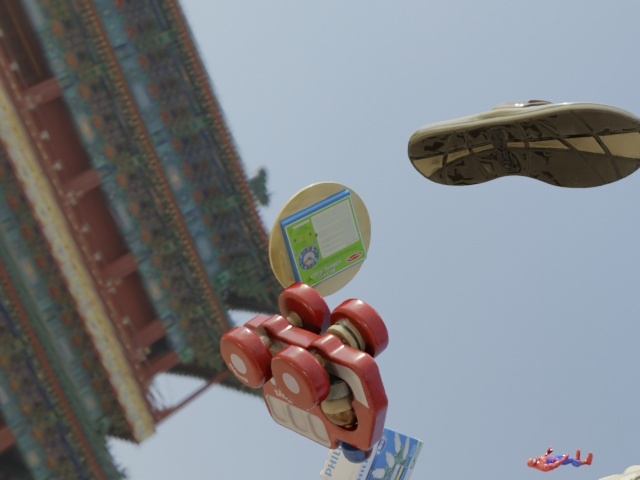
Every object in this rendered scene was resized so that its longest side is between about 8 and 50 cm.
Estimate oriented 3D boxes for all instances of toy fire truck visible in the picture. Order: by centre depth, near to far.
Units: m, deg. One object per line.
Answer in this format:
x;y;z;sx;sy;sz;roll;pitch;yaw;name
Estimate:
-0.003;0.226;1.751;0.302;0.169;0.254;15;-48;46;toy fire truck

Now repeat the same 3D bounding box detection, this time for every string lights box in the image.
0.102;0.424;2.157;0.076;0.133;0.259;19;-7;29;string lights box

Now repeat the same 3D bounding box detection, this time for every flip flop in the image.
0.236;-0.119;1.276;0.277;0.080;0.112;-3;-50;27;flip flop

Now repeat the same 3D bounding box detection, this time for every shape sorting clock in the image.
0.000;0.000;1.903;0.040;0.206;0.206;18;-50;56;shape sorting clock

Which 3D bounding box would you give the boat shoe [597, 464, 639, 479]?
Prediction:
0.489;0.400;1.674;0.098;0.302;0.109;-17;-96;34;boat shoe

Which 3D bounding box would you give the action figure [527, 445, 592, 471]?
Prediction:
0.338;0.314;1.588;0.038;0.115;0.030;12;-79;54;action figure
